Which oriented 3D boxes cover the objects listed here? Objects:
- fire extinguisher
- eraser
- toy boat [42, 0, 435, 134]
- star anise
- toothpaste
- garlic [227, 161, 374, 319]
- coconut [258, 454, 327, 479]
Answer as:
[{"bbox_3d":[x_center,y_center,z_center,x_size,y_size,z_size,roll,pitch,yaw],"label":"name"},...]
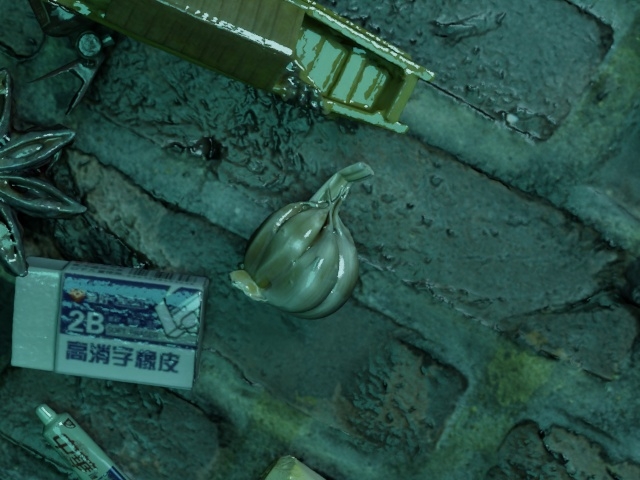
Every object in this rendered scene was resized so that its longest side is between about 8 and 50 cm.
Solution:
[{"bbox_3d":[-0.294,-0.264,1.434,0.106,0.075,0.252,-21,102,9],"label":"fire extinguisher"},{"bbox_3d":[-0.237,0.092,1.511,0.210,0.068,0.124,7,105,1],"label":"eraser"},{"bbox_3d":[-0.096,-0.231,1.358,0.446,0.162,0.136,22,100,-16],"label":"toy boat"},{"bbox_3d":[-0.380,-0.073,1.462,0.236,0.109,0.223,43,87,-9],"label":"star anise"},{"bbox_3d":[-0.254,0.279,1.569,0.060,0.038,0.233,-37,101,11],"label":"toothpaste"},{"bbox_3d":[0.000,0.000,1.463,0.127,0.131,0.194,39,94,12],"label":"garlic"},{"bbox_3d":[-0.027,0.319,1.529,0.122,0.116,0.116,36,101,-1],"label":"coconut"}]
